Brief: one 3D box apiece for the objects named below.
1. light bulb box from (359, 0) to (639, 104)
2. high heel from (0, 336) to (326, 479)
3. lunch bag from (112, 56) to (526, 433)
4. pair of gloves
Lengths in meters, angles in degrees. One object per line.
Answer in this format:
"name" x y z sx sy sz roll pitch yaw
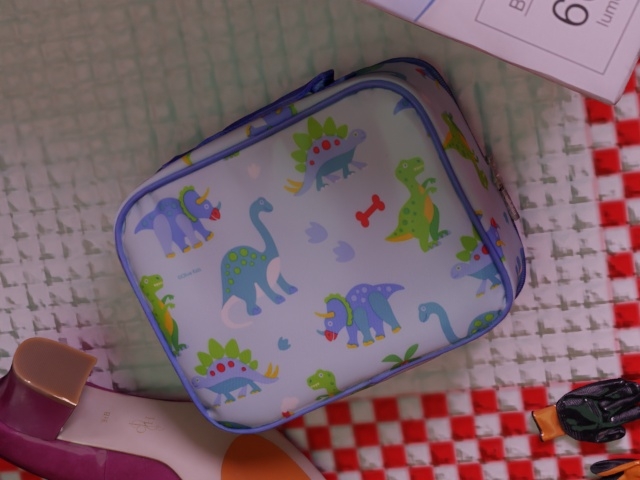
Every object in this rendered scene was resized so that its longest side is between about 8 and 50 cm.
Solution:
"light bulb box" 0.051 -0.315 0.882 0.361 0.225 0.358 22 115 1
"high heel" -0.103 0.152 1.182 0.244 0.082 0.117 24 142 -6
"lunch bag" 0.000 0.000 1.089 0.219 0.090 0.176 -26 98 20
"pair of gloves" 0.174 0.125 1.117 0.074 0.010 0.083 -23 95 21
